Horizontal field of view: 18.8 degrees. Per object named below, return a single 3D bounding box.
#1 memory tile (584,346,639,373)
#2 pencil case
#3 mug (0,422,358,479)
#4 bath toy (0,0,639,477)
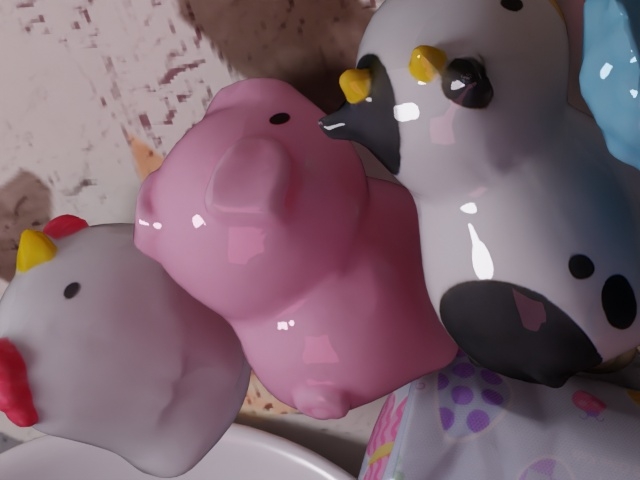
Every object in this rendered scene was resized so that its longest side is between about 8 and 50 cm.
[{"bbox_3d":[0.154,0.015,0.760,0.148,0.012,0.113,-2,135,21],"label":"memory tile"},{"bbox_3d":[0.146,0.129,0.804,0.273,0.113,0.124,17,108,0],"label":"pencil case"},{"bbox_3d":[-0.117,0.269,0.950,0.374,0.276,0.328,23,145,18],"label":"mug"},{"bbox_3d":[0.000,0.000,0.708,0.348,0.151,0.129,-21,170,37],"label":"bath toy"}]
